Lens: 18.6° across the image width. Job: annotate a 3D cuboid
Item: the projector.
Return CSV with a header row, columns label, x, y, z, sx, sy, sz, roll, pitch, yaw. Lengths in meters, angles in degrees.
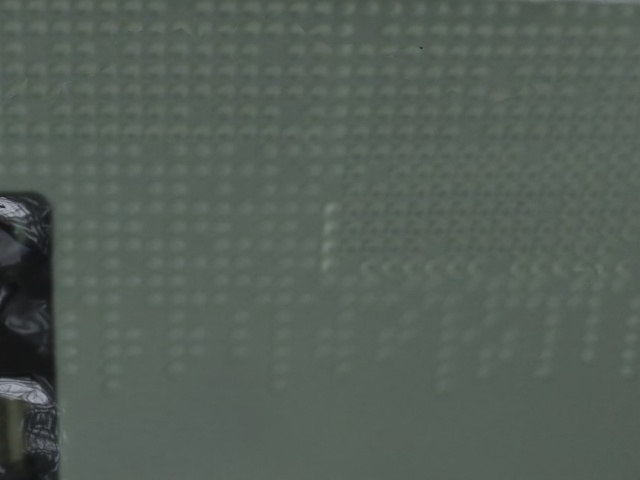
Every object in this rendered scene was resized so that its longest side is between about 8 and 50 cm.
label,x,y,z,sx,sy,sz,roll,pitch,yaw
projector,0.000,0.000,0.422,0.177,0.242,0.163,1,-147,-4
